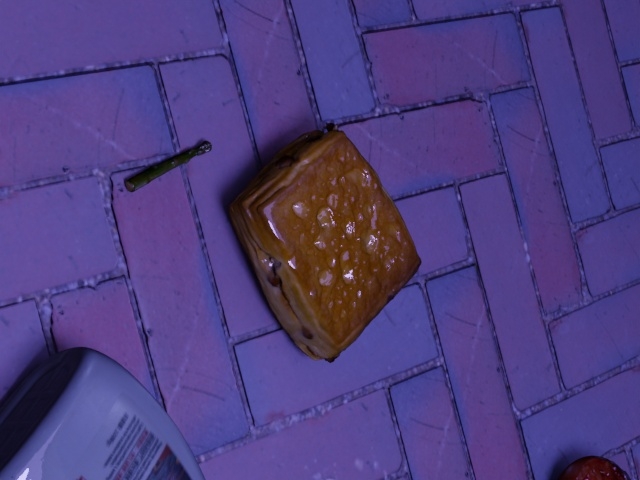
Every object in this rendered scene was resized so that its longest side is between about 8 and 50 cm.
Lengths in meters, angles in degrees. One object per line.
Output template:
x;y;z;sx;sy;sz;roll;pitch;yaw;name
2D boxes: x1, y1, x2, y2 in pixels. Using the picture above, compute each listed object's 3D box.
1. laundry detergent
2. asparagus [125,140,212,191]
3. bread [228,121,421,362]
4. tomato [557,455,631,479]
-0.183;0.324;1.336;0.398;0.125;0.264;51;52;-25;laundry detergent
-0.168;-0.084;1.499;0.127;0.018;0.015;-33;138;-40;asparagus
0.000;0.000;1.582;0.210;0.099;0.235;-46;117;-35;bread
0.369;0.381;1.839;0.166;0.082;0.174;2;84;-37;tomato
